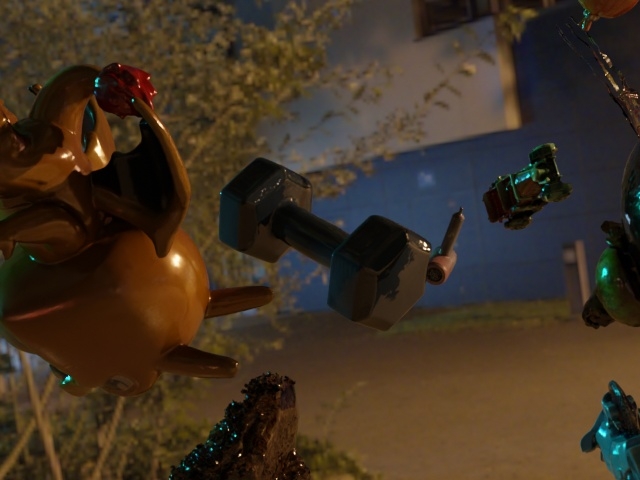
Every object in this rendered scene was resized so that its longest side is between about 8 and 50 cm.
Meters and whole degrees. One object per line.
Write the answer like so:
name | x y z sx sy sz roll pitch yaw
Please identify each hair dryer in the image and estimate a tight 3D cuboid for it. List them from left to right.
hair dryer | 0.178 0.003 1.524 0.037 0.114 0.063 23 28 10

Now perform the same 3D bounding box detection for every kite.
kite | 0.456 -0.231 1.671 0.015 0.285 0.152 -37 7 31

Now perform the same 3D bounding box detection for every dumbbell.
dumbbell | 0.000 0.000 1.540 0.144 0.160 0.325 -16 33 -39

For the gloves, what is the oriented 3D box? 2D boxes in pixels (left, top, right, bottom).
gloves | -0.121 0.327 1.536 0.135 0.312 0.210 31 -12 27

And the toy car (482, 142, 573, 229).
toy car | 0.255 -0.064 1.355 0.054 0.073 0.143 -9 -15 -20

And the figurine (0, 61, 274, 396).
figurine | -0.255 -0.008 1.224 0.268 0.387 0.401 -41 24 -26

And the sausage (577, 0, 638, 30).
sausage | 0.264 -0.295 0.739 0.053 0.348 0.053 18 32 -12

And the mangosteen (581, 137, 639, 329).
mangosteen | 0.460 -0.013 1.243 0.306 0.306 0.359 -9 -17 -40

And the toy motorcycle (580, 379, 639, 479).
toy motorcycle | 0.434 0.323 1.450 0.123 0.272 0.182 -20 -20 3
